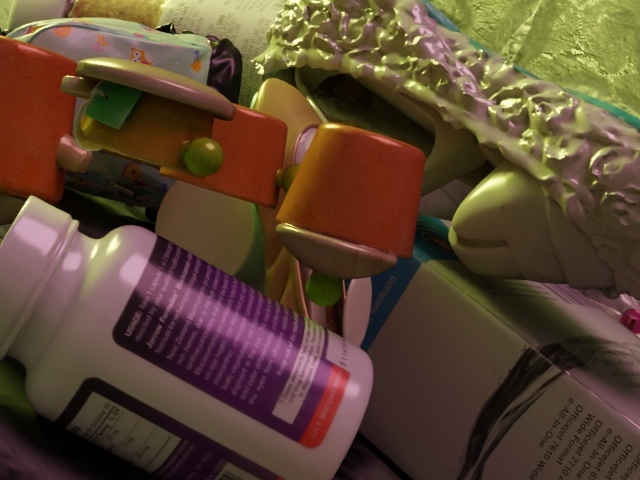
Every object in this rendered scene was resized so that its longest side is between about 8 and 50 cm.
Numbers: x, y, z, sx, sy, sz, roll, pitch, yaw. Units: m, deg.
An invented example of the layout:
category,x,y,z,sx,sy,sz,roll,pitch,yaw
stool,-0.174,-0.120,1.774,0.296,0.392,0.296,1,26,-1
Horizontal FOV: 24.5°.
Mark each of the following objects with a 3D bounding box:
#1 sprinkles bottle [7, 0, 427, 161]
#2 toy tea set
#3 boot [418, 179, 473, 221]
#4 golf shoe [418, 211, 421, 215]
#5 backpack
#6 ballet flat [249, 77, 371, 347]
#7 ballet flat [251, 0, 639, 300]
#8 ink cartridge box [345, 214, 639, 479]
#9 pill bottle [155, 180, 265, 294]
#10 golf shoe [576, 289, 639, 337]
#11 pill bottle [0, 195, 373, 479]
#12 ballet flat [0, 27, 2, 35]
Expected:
category,x,y,z,sx,sy,sz,roll,pitch,yaw
sprinkles bottle,-0.073,-0.143,1.194,0.355,0.121,0.121,13,8,17
toy tea set,-0.099,-0.029,0.839,0.200,0.124,0.336,16,1,-41
boot,0.111,-0.089,1.436,0.118,0.222,0.338,41,16,30
golf shoe,0.060,0.019,1.211,0.273,0.105,0.120,26,20,-23
backpack,-0.154,-0.100,1.060,0.182,0.151,0.115,11,-4,-22
ballet flat,0.000,0.000,0.935,0.080,0.073,0.232,22,60,-53
ballet flat,0.105,-0.052,0.973,0.409,0.147,0.147,40,15,35
ink cartridge box,0.153,0.117,1.004,0.307,0.129,0.223,39,15,30
pill bottle,-0.028,0.001,1.054,0.112,0.112,0.187,40,16,30
golf shoe,0.227,0.031,1.324,0.140,0.115,0.306,16,59,-83
pill bottle,-0.080,0.059,0.743,0.193,0.108,0.108,30,14,-10
ballet flat,-0.312,-0.158,1.101,0.079,0.076,0.221,15,7,8
